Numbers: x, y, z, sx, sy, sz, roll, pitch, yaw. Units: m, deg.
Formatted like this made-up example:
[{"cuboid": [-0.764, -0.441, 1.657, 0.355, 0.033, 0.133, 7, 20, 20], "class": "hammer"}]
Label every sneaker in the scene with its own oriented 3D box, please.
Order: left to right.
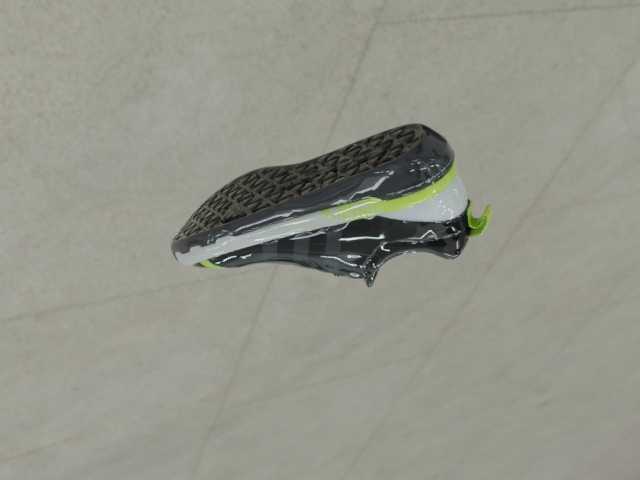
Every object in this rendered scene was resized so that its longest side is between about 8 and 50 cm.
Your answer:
[{"cuboid": [0.000, 0.000, 0.627, 0.234, 0.084, 0.097, -13, 119, 34], "class": "sneaker"}]
